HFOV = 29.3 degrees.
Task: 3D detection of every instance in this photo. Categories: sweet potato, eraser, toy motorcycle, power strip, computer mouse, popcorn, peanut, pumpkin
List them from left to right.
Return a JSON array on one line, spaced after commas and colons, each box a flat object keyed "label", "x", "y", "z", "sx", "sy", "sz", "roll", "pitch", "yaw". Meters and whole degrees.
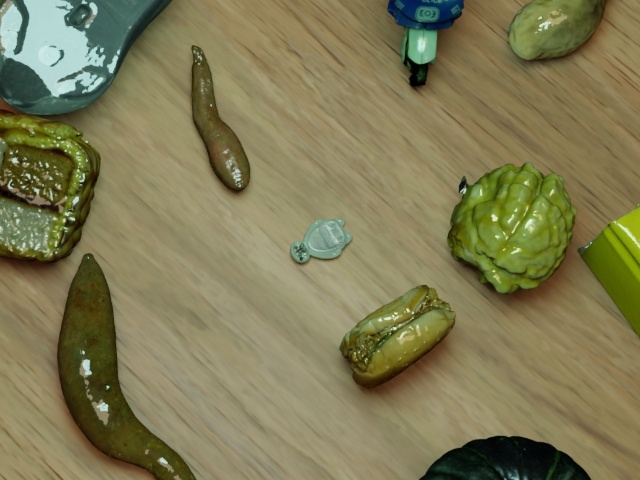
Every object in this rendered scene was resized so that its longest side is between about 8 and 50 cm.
[{"label": "computer mouse", "x": -0.279, "y": -0.317, "z": 1.565, "sx": 0.167, "sy": 0.090, "sz": 0.379, "roll": 44, "pitch": 77, "yaw": -17}, {"label": "sweet potato", "x": -0.258, "y": 0.181, "z": 1.494, "sx": 0.108, "sy": 0.079, "sz": 0.346, "roll": -22, "pitch": 80, "yaw": -22}, {"label": "sweet potato", "x": -0.140, "y": -0.157, "z": 1.612, "sx": 0.050, "sy": 0.050, "sz": 0.214, "roll": -19, "pitch": 72, "yaw": -8}, {"label": "power strip", "x": 0.000, "y": 0.000, "z": 1.582, "sx": 0.083, "sy": 0.035, "sz": 0.055, "roll": -27, "pitch": 77, "yaw": -13}, {"label": "toy motorcycle", "x": 0.139, "y": -0.378, "z": 1.613, "sx": 0.125, "sy": 0.196, "sz": 0.331, "roll": 4, "pitch": 75, "yaw": -2}, {"label": "popcorn", "x": 0.239, "y": -0.022, "z": 1.546, "sx": 0.142, "sy": 0.173, "sz": 0.173, "roll": 10, "pitch": 73, "yaw": -23}, {"label": "pumpkin", "x": 0.218, "y": 0.343, "z": 1.409, "sx": 0.250, "sy": 0.216, "sz": 0.250, "roll": 7, "pitch": 61, "yaw": -13}, {"label": "peanut", "x": 0.341, "y": -0.332, "z": 1.666, "sx": 0.103, "sy": 0.098, "sz": 0.229, "roll": 16, "pitch": 67, "yaw": 45}, {"label": "eraser", "x": 0.430, "y": 0.068, "z": 1.525, "sx": 0.069, "sy": 0.158, "sz": 0.226, "roll": -32, "pitch": 79, "yaw": -14}]

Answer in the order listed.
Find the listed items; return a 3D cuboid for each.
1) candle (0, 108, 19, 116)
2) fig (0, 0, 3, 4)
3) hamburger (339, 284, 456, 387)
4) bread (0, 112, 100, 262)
[{"label": "candle", "x": -0.406, "y": -0.145, "z": 1.592, "sx": 0.162, "sy": 0.048, "sz": 0.053, "roll": 6, "pitch": 103, "yaw": -3}, {"label": "fig", "x": -0.422, "y": -0.330, "z": 1.605, "sx": 0.154, "sy": 0.144, "sz": 0.165, "roll": 27, "pitch": 80, "yaw": -34}, {"label": "hamburger", "x": 0.093, "y": 0.118, "z": 1.500, "sx": 0.147, "sy": 0.138, "sz": 0.083, "roll": -33, "pitch": 77, "yaw": -18}, {"label": "bread", "x": -0.396, "y": -0.072, "z": 1.531, "sx": 0.222, "sy": 0.096, "sz": 0.181, "roll": 13, "pitch": 93, "yaw": 1}]
